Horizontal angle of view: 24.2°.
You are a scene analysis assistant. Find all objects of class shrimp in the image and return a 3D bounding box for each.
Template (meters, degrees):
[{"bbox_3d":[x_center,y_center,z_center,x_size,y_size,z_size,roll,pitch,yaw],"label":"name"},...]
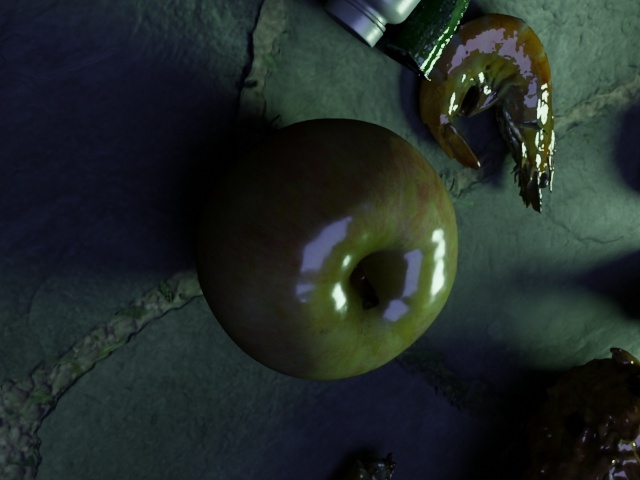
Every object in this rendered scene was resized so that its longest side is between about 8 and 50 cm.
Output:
[{"bbox_3d":[0.191,-0.128,1.589,0.150,0.068,0.248,-29,121,1],"label":"shrimp"}]

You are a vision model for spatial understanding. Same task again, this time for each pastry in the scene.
[{"bbox_3d":[0.365,0.309,1.774,0.405,0.292,0.337,-36,117,3],"label":"pastry"}]

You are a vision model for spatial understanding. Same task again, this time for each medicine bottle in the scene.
[{"bbox_3d":[0.068,-0.259,1.434,0.079,0.079,0.140,37,93,-38],"label":"medicine bottle"}]

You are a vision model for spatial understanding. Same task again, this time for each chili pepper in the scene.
[{"bbox_3d":[0.141,-0.269,1.476,0.059,0.088,0.227,33,92,-18],"label":"chili pepper"}]

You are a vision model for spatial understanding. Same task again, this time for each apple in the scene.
[{"bbox_3d":[0.000,0.000,1.432,0.257,0.234,0.257,-12,119,-22],"label":"apple"}]

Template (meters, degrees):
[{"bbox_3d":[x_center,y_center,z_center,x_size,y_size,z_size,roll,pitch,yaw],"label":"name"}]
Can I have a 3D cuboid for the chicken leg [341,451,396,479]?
[{"bbox_3d":[0.009,0.336,1.705,0.103,0.088,0.227,27,94,-15],"label":"chicken leg"}]
